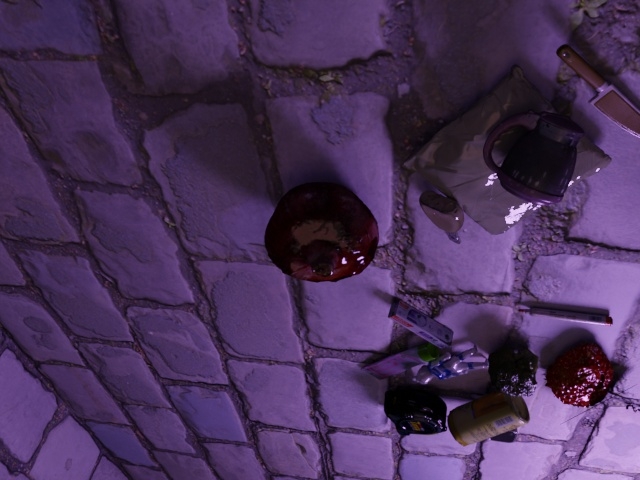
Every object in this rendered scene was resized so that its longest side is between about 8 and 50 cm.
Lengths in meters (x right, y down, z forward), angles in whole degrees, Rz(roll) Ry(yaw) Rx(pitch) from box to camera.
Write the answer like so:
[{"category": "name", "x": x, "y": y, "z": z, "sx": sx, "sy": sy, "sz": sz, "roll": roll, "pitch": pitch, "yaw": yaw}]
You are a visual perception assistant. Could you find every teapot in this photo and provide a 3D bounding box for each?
[{"category": "teapot", "x": 0.367, "y": -0.149, "z": 0.920, "sx": 0.116, "sy": 0.148, "sz": 0.146, "roll": -6, "pitch": 126, "yaw": -44}]

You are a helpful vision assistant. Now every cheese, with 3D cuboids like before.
[{"category": "cheese", "x": 0.268, "y": -0.039, "z": 1.146, "sx": 0.097, "sy": 0.037, "sz": 0.192, "roll": 30, "pitch": 170, "yaw": 33}]

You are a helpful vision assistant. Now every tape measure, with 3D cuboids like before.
[{"category": "tape measure", "x": 0.313, "y": 0.548, "z": 1.721, "sx": 0.186, "sy": 0.112, "sz": 0.199, "roll": -4, "pitch": 140, "yaw": 28}]

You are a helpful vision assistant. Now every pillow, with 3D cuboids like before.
[{"category": "pillow", "x": 0.347, "y": -0.145, "z": 1.021, "sx": 0.281, "sy": 0.076, "sz": 0.274, "roll": 34, "pitch": 131, "yaw": -21}]

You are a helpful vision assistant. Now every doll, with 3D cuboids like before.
[{"category": "doll", "x": 0.359, "y": 0.362, "z": 1.556, "sx": 0.227, "sy": 0.057, "sz": 0.114, "roll": -28, "pitch": 129, "yaw": 25}]

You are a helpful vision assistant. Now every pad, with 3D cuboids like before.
[{"category": "pad", "x": 0.771, "y": 0.458, "z": 1.504, "sx": 0.143, "sy": 0.003, "sz": 0.211, "roll": -16, "pitch": 150, "yaw": -22}]

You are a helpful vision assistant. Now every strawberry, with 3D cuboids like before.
[{"category": "strawberry", "x": 0.710, "y": 0.365, "z": 1.433, "sx": 0.175, "sy": 0.098, "sz": 0.228, "roll": 12, "pitch": 138, "yaw": 0}]

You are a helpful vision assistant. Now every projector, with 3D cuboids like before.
[{"category": "projector", "x": 0.572, "y": 0.579, "z": 1.701, "sx": 0.083, "sy": 0.082, "sz": 0.083, "roll": 5, "pitch": 136, "yaw": 9}]

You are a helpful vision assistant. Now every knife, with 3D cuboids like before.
[{"category": "knife", "x": 0.481, "y": -0.248, "z": 0.919, "sx": 0.256, "sy": 0.022, "sz": 0.046, "roll": 30, "pitch": 128, "yaw": -22}]

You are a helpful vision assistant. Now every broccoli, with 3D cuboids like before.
[{"category": "broccoli", "x": 0.519, "y": 0.349, "z": 1.443, "sx": 0.146, "sy": 0.138, "sz": 0.162, "roll": 46, "pitch": 174, "yaw": 12}]

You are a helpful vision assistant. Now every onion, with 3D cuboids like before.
[{"category": "onion", "x": 0.000, "y": 0.000, "z": 1.159, "sx": 0.252, "sy": 0.219, "sz": 0.252, "roll": 1, "pitch": 132, "yaw": 1}]

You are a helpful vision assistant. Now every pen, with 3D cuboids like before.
[{"category": "pen", "x": 0.601, "y": 0.186, "z": 1.332, "sx": 0.218, "sy": 0.026, "sz": 0.026, "roll": 6, "pitch": 136, "yaw": 9}]

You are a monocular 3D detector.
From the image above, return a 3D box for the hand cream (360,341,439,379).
[{"category": "hand cream", "x": 0.238, "y": 0.364, "z": 1.603, "sx": 0.079, "sy": 0.050, "sz": 0.275, "roll": 52, "pitch": 135, "yaw": -2}]

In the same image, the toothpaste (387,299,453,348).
[{"category": "toothpaste", "x": 0.271, "y": 0.227, "z": 1.449, "sx": 0.196, "sy": 0.047, "sz": 0.040, "roll": 31, "pitch": 148, "yaw": -17}]

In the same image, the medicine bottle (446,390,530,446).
[{"category": "medicine bottle", "x": 0.497, "y": 0.533, "z": 1.629, "sx": 0.239, "sy": 0.124, "sz": 0.124, "roll": -33, "pitch": 120, "yaw": 29}]

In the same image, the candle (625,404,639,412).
[{"category": "candle", "x": 0.966, "y": 0.505, "z": 1.568, "sx": 0.168, "sy": 0.021, "sz": 0.026, "roll": 19, "pitch": 157, "yaw": -6}]
